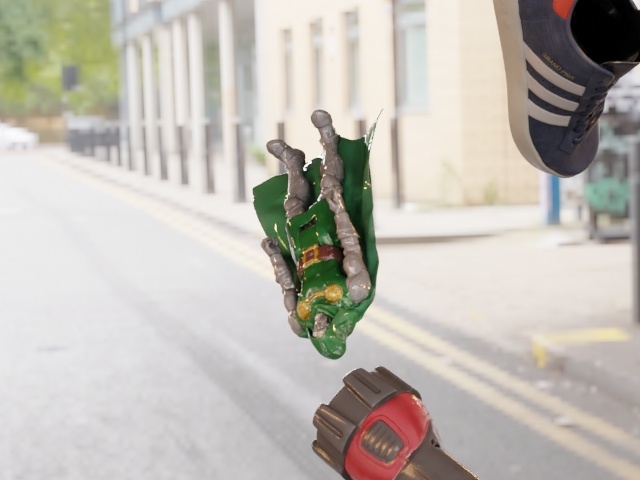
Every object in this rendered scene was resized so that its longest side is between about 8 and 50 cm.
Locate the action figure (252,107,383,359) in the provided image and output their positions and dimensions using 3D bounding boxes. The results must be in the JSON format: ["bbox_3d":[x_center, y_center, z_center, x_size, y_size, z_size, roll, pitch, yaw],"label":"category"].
[{"bbox_3d":[0.000,0.000,1.301,0.137,0.232,0.063,-34,-49,25],"label":"action figure"}]

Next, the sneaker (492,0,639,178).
[{"bbox_3d":[0.280,-0.181,1.748,0.148,0.131,0.350,16,-30,28],"label":"sneaker"}]

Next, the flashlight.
[{"bbox_3d":[0.125,0.225,1.409,0.103,0.103,0.304,-28,50,-35],"label":"flashlight"}]
